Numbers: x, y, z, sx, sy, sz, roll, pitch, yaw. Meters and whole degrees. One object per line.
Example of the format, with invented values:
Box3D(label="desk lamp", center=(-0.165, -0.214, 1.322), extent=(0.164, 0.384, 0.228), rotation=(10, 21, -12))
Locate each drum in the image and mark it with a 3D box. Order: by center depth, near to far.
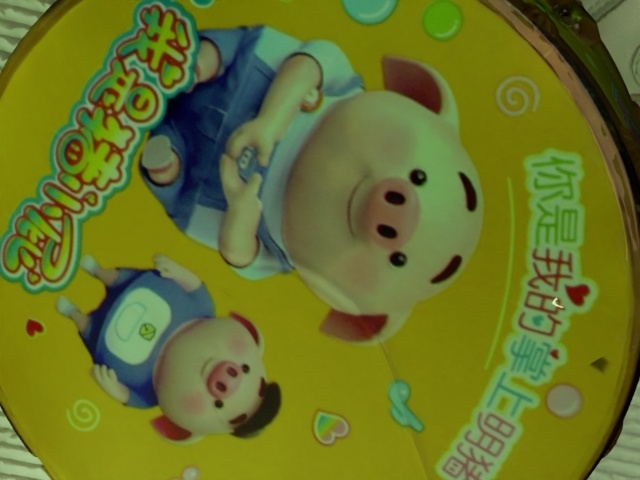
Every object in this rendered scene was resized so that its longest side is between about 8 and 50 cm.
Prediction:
Box3D(label="drum", center=(0.000, 0.000, 0.954), extent=(0.431, 0.214, 0.431), rotation=(4, 106, 13))

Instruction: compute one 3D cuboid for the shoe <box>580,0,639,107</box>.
Box3D(label="shoe", center=(0.219, -0.170, 1.072), extent=(0.351, 0.172, 0.198), rotation=(-32, 95, 11))
